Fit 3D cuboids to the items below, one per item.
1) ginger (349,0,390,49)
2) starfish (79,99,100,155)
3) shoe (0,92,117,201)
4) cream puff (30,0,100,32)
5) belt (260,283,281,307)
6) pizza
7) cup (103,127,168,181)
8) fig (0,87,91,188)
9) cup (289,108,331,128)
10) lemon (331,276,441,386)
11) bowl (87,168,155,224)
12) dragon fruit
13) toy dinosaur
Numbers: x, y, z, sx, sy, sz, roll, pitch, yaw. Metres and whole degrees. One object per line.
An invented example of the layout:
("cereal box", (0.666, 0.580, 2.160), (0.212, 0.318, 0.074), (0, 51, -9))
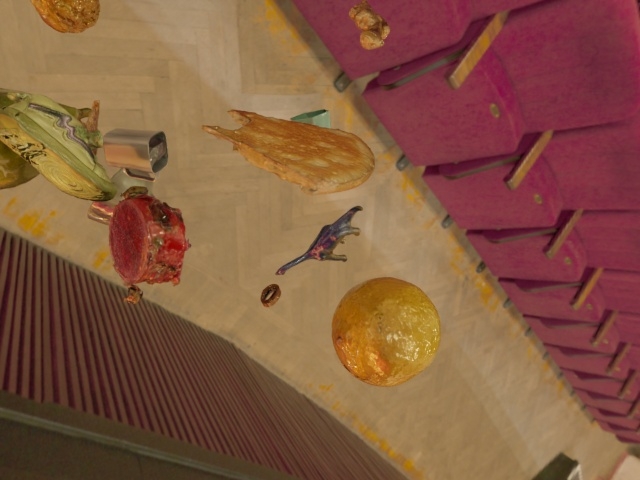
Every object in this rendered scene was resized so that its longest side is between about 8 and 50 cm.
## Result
("ginger", (0.134, -0.619, 1.199), (0.133, 0.059, 0.214), (35, 47, -14))
("starfish", (-0.732, -0.276, 1.255), (0.060, 0.299, 0.302), (19, 138, -5))
("shoe", (-0.517, -0.182, 0.846), (0.262, 0.140, 0.128), (48, 62, -46))
("cream puff", (-0.657, -0.644, 1.077), (0.189, 0.129, 0.189), (1, 90, -72))
("belt", (-0.174, 0.191, 1.445), (0.083, 0.059, 0.036), (-54, 151, -26))
("pizza", (-0.043, -0.134, 0.617), (0.262, 0.181, 0.034), (13, 129, -7))
("cup", (-0.459, -0.214, 1.051), (0.129, 0.095, 0.128), (8, 122, 6))
("fig", (-0.701, -0.232, 0.967), (0.314, 0.233, 0.233), (-17, 124, -72))
("cup", (-0.008, -0.333, 1.476), (0.134, 0.148, 0.236), (-56, 135, -53))
("lemon", (0.164, 0.225, 1.044), (0.293, 0.293, 0.293), (-13, 114, -31))
("bowl", (-0.739, -0.158, 1.609), (0.146, 0.289, 0.289), (38, 83, -13))
("dragon fruit", (-0.408, 0.007, 1.011), (0.147, 0.211, 0.282), (-11, 109, -50))
("toy dinosaur", (0.000, 0.000, 1.035), (0.188, 0.075, 0.248), (-9, 146, -30))
